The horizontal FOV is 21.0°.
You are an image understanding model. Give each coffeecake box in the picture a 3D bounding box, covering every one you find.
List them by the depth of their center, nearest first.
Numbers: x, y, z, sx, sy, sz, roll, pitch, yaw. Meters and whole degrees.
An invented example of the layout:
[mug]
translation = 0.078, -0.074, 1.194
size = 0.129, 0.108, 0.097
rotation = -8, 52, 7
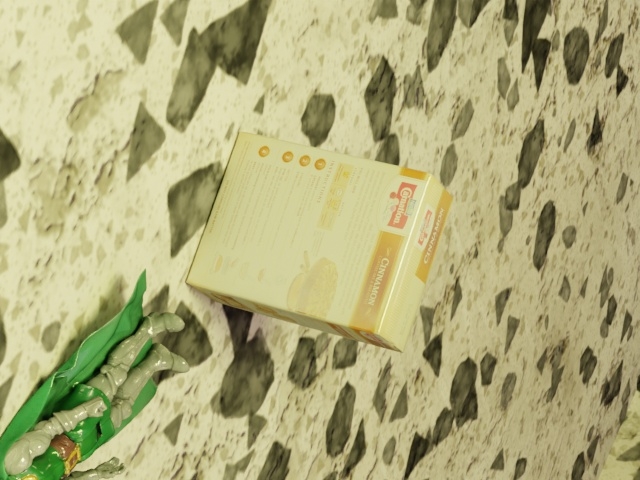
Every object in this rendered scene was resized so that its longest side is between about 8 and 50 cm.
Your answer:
[coffeecake box]
translation = 0.000, 0.000, 1.463
size = 0.068, 0.185, 0.142
rotation = 39, 68, -62

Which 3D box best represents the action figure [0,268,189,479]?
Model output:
[action figure]
translation = -0.184, 0.144, 1.314
size = 0.232, 0.063, 0.137
rotation = -48, 146, -38
